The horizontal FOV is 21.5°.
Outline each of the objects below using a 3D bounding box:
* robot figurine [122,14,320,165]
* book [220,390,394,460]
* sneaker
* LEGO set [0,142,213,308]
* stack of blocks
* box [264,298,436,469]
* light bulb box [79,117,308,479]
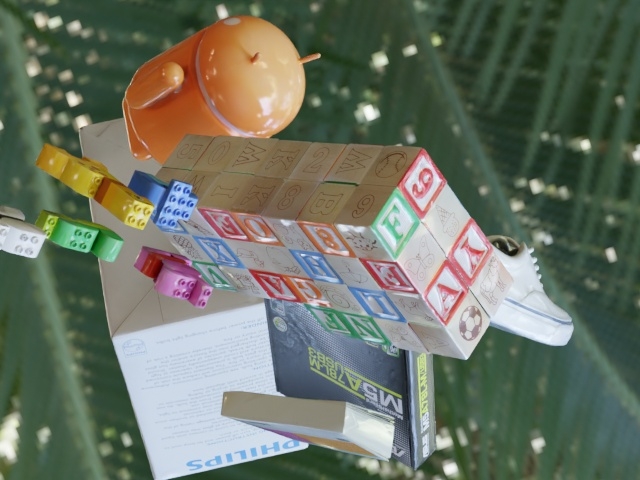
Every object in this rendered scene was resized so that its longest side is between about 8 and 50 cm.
[{"bbox_3d":[-0.103,-0.145,1.673,0.219,0.158,0.128,-23,-146,42],"label":"robot figurine"},{"bbox_3d":[-0.008,0.140,1.288,0.096,0.035,0.144,5,170,17],"label":"book"},{"bbox_3d":[0.192,0.045,1.698,0.094,0.091,0.258,17,176,34],"label":"sneaker"},{"bbox_3d":[-0.151,-0.012,1.274,0.227,0.087,0.093,16,-166,-45],"label":"LEGO set"},{"bbox_3d":[0.000,0.000,1.471,0.297,0.171,0.087,8,-125,45],"label":"stack of blocks"},{"bbox_3d":[0.029,0.117,1.687,0.190,0.184,0.045,27,-132,31],"label":"box"},{"bbox_3d":[-0.167,0.068,2.253,0.225,0.361,0.358,-12,-127,-3],"label":"light bulb box"}]
